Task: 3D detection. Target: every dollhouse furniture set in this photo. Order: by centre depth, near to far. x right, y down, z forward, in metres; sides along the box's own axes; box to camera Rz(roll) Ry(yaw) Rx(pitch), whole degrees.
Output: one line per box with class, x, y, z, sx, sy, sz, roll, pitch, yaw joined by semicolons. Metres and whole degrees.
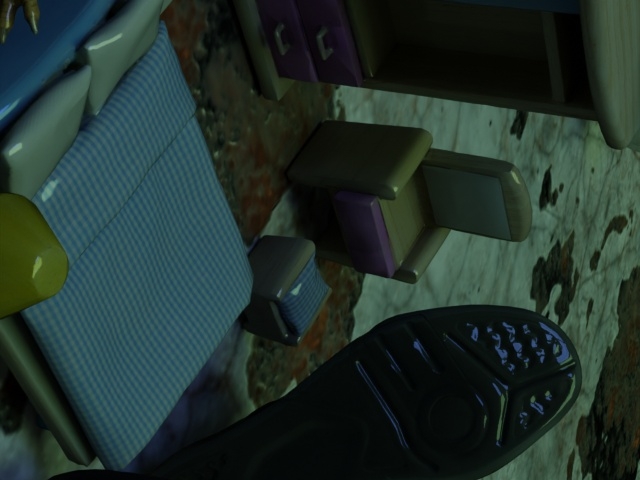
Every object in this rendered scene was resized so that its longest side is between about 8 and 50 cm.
dollhouse furniture set;0.000;0.000;0.581;0.303;0.198;0.286;-55;144;-34

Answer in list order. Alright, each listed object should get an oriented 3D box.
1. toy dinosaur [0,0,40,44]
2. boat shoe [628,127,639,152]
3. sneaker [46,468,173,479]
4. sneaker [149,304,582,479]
toy dinosaur;-0.145;-0.102;0.425;0.112;0.064;0.212;30;74;-59
boat shoe;0.258;-0.212;1.054;0.091;0.109;0.305;-45;134;-37
sneaker;-0.137;0.182;0.452;0.313;0.116;0.136;-11;105;-49
sneaker;0.021;0.098;0.677;0.087;0.227;0.130;61;7;6
